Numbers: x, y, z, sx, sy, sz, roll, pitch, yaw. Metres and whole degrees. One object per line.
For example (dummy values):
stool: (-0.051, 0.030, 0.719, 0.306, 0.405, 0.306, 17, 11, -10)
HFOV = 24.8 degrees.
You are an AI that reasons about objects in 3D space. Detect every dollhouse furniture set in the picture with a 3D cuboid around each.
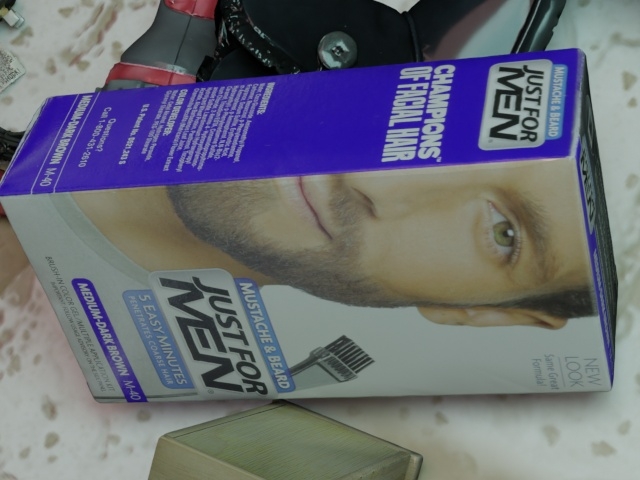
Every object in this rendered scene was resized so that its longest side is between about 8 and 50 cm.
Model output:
dollhouse furniture set: (-0.046, 0.234, 0.876, 0.212, 0.161, 0.242, 20, 100, 23)

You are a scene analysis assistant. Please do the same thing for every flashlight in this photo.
flashlight: (-0.082, -0.191, 1.030, 0.103, 0.103, 0.304, 4, 75, 38)

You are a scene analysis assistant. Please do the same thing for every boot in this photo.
boot: (0.041, -0.150, 0.944, 0.207, 0.094, 0.246, 23, 84, -6)

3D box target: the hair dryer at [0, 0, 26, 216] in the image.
hair dryer: (-0.297, -0.052, 1.065, 0.293, 0.080, 0.223, -41, 65, 0)

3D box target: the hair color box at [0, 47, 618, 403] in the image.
hair color box: (0.000, 0.000, 0.883, 0.339, 0.185, 0.110, -4, 41, 16)
